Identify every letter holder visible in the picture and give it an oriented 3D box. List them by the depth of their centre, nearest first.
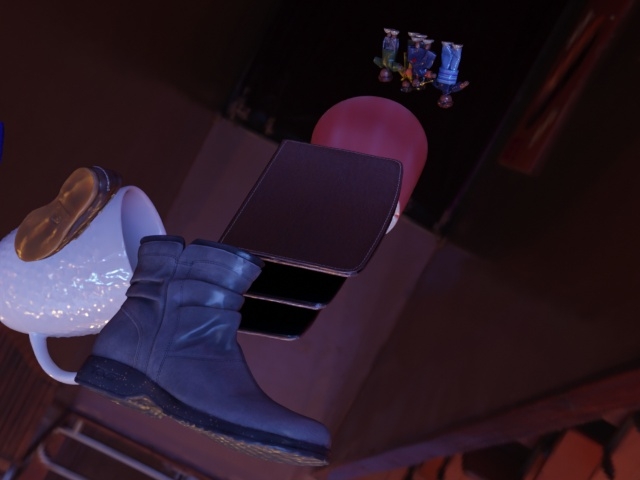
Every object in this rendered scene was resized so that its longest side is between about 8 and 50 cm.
[{"bbox_3d":[0.000,0.000,1.386,0.214,0.152,0.302,10,-143,13],"label":"letter holder"}]

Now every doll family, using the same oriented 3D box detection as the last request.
[{"bbox_3d":[0.174,-0.297,1.618,0.076,0.111,0.193,-5,-157,-34],"label":"doll family"}]

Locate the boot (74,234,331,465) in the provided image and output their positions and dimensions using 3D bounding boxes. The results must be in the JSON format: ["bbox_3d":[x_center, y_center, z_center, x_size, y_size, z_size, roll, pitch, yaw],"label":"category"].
[{"bbox_3d":[-0.111,0.112,1.072,0.338,0.223,0.118,17,162,22],"label":"boot"}]

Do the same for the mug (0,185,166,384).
[{"bbox_3d":[-0.491,0.106,1.900,0.276,0.328,0.374,50,-153,-70],"label":"mug"}]

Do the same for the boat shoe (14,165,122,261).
[{"bbox_3d":[-0.377,-0.036,1.407,0.073,0.207,0.073,60,-153,11],"label":"boat shoe"}]

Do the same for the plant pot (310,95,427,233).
[{"bbox_3d":[0.091,-0.144,2.047,0.275,0.275,0.243,27,-143,-8],"label":"plant pot"}]

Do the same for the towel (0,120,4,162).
[{"bbox_3d":[-0.824,-0.145,2.060,0.227,0.308,0.076,2,159,-16],"label":"towel"}]
